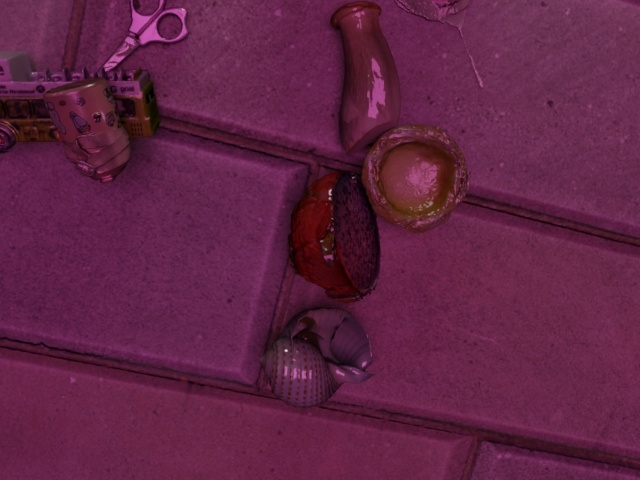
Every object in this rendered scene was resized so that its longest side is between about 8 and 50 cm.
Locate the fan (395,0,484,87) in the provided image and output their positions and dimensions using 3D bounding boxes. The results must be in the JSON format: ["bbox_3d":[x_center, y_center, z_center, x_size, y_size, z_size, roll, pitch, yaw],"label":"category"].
[{"bbox_3d":[0.227,-0.410,1.010,0.182,0.010,0.310,-28,100,-2],"label":"fan"}]

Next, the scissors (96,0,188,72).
[{"bbox_3d":[-0.315,-0.326,0.959,0.110,0.021,0.212,44,92,-14],"label":"scissors"}]

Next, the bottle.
[{"bbox_3d":[-0.330,-0.152,0.841,0.099,0.099,0.152,-13,115,-4],"label":"bottle"}]

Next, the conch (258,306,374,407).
[{"bbox_3d":[-0.013,0.209,1.024,0.200,0.131,0.172,16,69,-35],"label":"conch"}]

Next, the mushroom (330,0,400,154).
[{"bbox_3d":[0.080,-0.271,0.975,0.096,0.108,0.246,-17,107,-45],"label":"mushroom"}]

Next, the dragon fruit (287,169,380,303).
[{"bbox_3d":[0.002,-0.001,0.975,0.148,0.223,0.218,-8,140,23],"label":"dragon fruit"}]

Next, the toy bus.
[{"bbox_3d":[-0.416,-0.221,0.907,0.302,0.113,0.139,-2,116,-6],"label":"toy bus"}]

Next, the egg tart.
[{"bbox_3d":[0.159,-0.113,1.008,0.197,0.078,0.196,-3,101,-15],"label":"egg tart"}]
